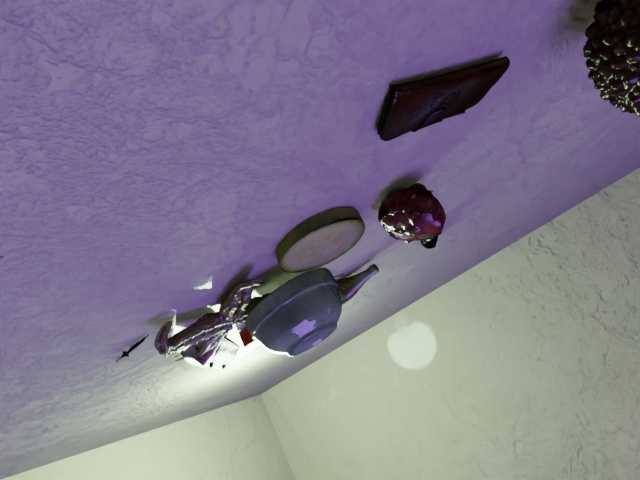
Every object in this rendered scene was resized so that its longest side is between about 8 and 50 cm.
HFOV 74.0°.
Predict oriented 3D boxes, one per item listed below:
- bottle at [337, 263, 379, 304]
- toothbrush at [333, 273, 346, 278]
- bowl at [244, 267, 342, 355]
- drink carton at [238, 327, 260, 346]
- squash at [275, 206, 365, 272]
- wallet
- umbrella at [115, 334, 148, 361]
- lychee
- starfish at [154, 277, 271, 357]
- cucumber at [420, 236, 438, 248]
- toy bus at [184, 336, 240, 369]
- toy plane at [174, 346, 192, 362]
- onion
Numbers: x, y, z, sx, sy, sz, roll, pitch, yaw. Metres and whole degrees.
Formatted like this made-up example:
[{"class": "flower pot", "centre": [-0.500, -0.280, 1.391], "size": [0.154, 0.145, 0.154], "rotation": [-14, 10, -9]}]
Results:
[{"class": "bottle", "centre": [0.110, 0.177, 1.611], "size": [0.270, 0.083, 0.083], "rotation": [-37, 158, 22]}, {"class": "toothbrush", "centre": [0.028, 0.133, 1.503], "size": [0.017, 0.014, 0.194], "rotation": [-41, 156, 32]}, {"class": "bowl", "centre": [-0.060, 0.232, 1.268], "size": [0.307, 0.163, 0.307], "rotation": [-28, 159, -12]}, {"class": "drink carton", "centre": [-0.204, 0.354, 1.652], "size": [0.096, 0.071, 0.223], "rotation": [-37, 157, 22]}, {"class": "squash", "centre": [0.000, 0.000, 1.120], "size": [0.252, 0.049, 0.252], "rotation": [-23, 157, -10]}, {"class": "wallet", "centre": [0.224, -0.263, 0.795], "size": [0.255, 0.031, 0.137], "rotation": [-21, 158, -18]}, {"class": "umbrella", "centre": [-0.533, 0.308, 1.201], "size": [0.149, 0.022, 0.022], "rotation": [-37, -160, 21]}, {"class": "lychee", "centre": [0.630, -0.349, 0.702], "size": [0.330, 0.306, 0.306], "rotation": [-26, 161, 20]}, {"class": "starfish", "centre": [-0.240, 0.193, 1.214], "size": [0.432, 0.082, 0.324], "rotation": [-31, 157, -4]}, {"class": "cucumber", "centre": [0.422, -0.007, 1.636], "size": [0.070, 0.046, 0.220], "rotation": [-22, 160, 7]}, {"class": "toy bus", "centre": [-0.362, 0.376, 1.452], "size": [0.112, 0.090, 0.274], "rotation": [-55, 166, -15]}, {"class": "toy plane", "centre": [-0.452, 0.390, 1.465], "size": [0.102, 0.040, 0.111], "rotation": [-30, 160, 10]}, {"class": "onion", "centre": [0.246, -0.079, 1.116], "size": [0.184, 0.184, 0.147], "rotation": [85, 26, -68]}]
